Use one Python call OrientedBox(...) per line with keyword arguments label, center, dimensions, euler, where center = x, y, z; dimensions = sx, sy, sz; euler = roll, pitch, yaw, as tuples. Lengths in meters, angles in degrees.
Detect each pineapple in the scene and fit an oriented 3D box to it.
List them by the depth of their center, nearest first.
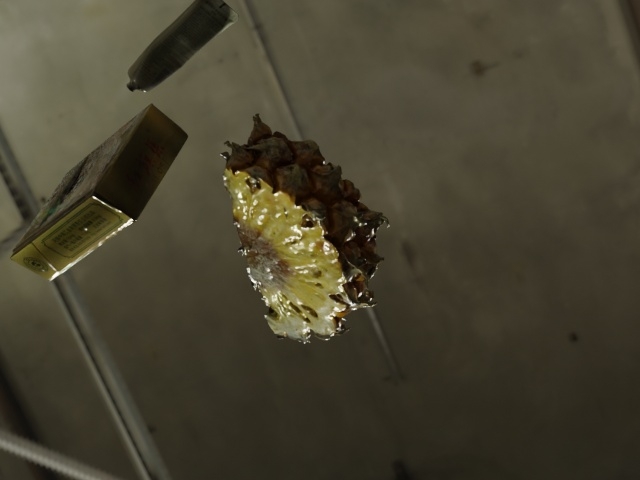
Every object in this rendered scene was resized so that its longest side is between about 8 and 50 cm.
OrientedBox(label="pineapple", center=(-0.001, 0.001, 1.231), dimensions=(0.135, 0.233, 0.079), euler=(11, -135, 31))

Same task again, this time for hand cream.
OrientedBox(label="hand cream", center=(-0.175, -0.237, 1.660), dimensions=(0.165, 0.057, 0.037), euler=(-39, -146, 18))

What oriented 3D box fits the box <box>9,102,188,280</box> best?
OrientedBox(label="box", center=(-0.275, -0.055, 1.687), dimensions=(0.240, 0.071, 0.159), euler=(-30, -151, 48))
